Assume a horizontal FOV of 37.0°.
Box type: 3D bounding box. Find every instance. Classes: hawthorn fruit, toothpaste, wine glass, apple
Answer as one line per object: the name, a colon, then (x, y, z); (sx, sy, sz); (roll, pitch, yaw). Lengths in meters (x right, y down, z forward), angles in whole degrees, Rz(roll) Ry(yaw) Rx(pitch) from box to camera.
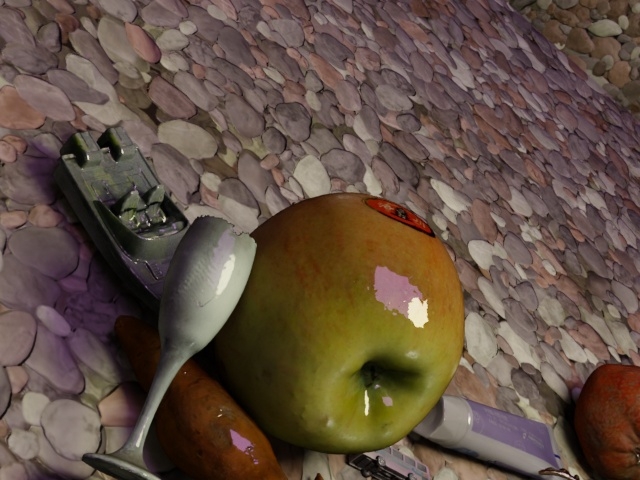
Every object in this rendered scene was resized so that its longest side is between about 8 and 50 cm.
hawthorn fruit: (0.565, 0.317, 1.739); (0.210, 0.210, 0.262); (41, 22, -9)
toothpaste: (0.294, 0.321, 1.555); (0.371, 0.080, 0.125); (23, 41, -38)
wine glass: (-0.237, 0.085, 1.074); (0.264, 0.096, 0.310); (26, 65, -14)
apple: (0.029, 0.109, 1.246); (0.338, 0.338, 0.305); (32, 20, -21)

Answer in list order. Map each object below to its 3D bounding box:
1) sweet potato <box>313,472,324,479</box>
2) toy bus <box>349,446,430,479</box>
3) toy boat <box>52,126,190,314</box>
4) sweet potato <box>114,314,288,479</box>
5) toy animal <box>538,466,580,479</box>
sweet potato: (-0.004, 0.346, 1.250); (0.034, 0.034, 0.095); (34, 38, -18)
toy bus: (0.101, 0.323, 1.377); (0.130, 0.037, 0.052); (32, 36, -22)
toy boat: (-0.235, -0.009, 1.297); (0.141, 0.092, 0.320); (-20, 73, -53)
sweet potato: (-0.139, 0.227, 1.148); (0.112, 0.112, 0.359); (-5, 37, -48)
toy animal: (0.446, 0.452, 1.455); (0.243, 0.087, 0.260); (9, 18, 5)
